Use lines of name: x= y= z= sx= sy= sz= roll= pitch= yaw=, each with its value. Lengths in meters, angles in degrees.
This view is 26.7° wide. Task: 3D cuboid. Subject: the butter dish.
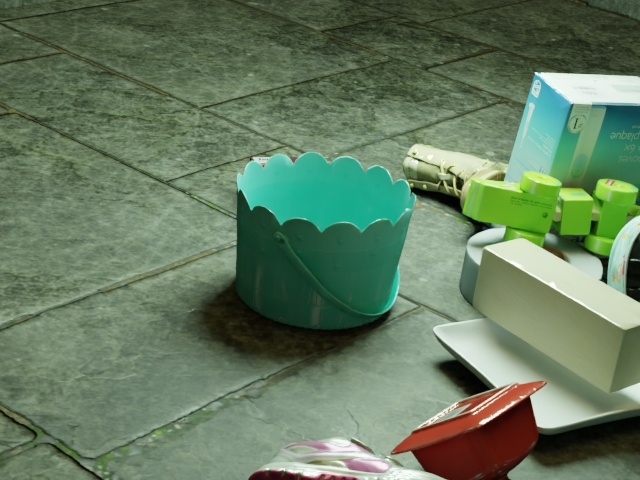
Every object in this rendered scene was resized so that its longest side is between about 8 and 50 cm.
butter dish: x=0.196 y=0.252 z=1.620 sx=0.160 sy=0.118 sz=0.160 roll=-26 pitch=-1 yaw=44

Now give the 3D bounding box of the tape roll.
tape roll: x=0.333 y=0.057 z=2.128 sx=0.219 sy=0.072 sz=0.219 roll=6 pitch=25 yaw=-3

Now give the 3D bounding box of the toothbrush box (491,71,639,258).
toothbrush box: x=0.439 y=-0.122 z=2.263 sx=0.216 sy=0.296 sz=0.126 roll=0 pitch=31 yaw=-24

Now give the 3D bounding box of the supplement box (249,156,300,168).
supplement box: x=-0.035 y=-0.067 z=2.290 sx=0.130 sy=0.073 sz=0.239 roll=-1 pitch=25 yaw=-18

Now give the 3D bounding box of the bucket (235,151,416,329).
bucket: x=0.000 y=0.000 z=2.021 sx=0.281 sy=0.183 sz=0.281 roll=6 pitch=25 yaw=-3

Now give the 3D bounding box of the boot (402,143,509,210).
boot: x=0.238 y=-0.109 z=2.412 sx=0.203 sy=0.095 sz=0.262 roll=15 pitch=18 yaw=20

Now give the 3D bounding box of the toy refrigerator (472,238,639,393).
toy refrigerator: x=0.345 y=0.100 z=1.892 sx=0.094 sy=0.102 sz=0.269 roll=-12 pitch=31 yaw=-37

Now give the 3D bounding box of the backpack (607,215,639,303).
backpack: x=0.558 y=0.059 z=2.015 sx=0.253 sy=0.225 sz=0.191 roll=-1 pitch=3 yaw=-8

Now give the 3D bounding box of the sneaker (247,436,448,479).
sneaker: x=0.048 y=0.275 z=1.529 sx=0.252 sy=0.103 sz=0.111 roll=11 pitch=26 yaw=6

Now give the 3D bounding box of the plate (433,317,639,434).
plate: x=0.336 y=0.185 z=1.881 sx=0.278 sy=0.045 sz=0.277 roll=-6 pitch=29 yaw=-28

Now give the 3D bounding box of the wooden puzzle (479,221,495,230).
wooden puzzle: x=0.327 y=-0.028 z=2.382 sx=0.116 sy=0.014 sz=0.078 roll=-9 pitch=25 yaw=-32

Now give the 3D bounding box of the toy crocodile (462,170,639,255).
toy crocodile: x=0.392 y=-0.048 z=2.152 sx=0.340 sy=0.115 sz=0.105 roll=5 pitch=19 yaw=-11
